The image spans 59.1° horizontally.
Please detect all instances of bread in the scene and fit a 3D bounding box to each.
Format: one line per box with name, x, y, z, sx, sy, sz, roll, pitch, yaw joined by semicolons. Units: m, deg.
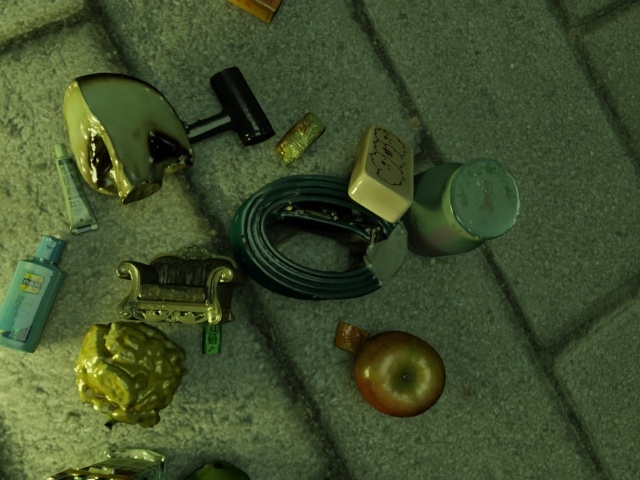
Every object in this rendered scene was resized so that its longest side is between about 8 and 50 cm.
bread;-0.050;-0.264;1.449;0.069;0.128;0.140;46;74;-11

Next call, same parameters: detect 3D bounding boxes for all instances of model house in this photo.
model house;-0.438;0.569;1.183;0.199;0.215;0.224;-1;81;15

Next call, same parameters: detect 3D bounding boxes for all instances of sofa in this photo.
sofa;-0.307;0.091;1.264;0.259;0.200;0.181;3;85;1

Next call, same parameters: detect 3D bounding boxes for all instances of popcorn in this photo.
popcorn;-0.410;0.291;1.210;0.249;0.249;0.225;17;68;-14

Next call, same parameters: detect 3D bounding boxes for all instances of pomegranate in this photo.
pomegranate;-0.229;0.581;1.237;0.187;0.225;0.186;3;70;-8

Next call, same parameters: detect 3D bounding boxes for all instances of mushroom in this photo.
mushroom;-0.440;-0.224;1.324;0.217;0.212;0.292;-25;77;-48

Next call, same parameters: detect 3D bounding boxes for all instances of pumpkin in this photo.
pumpkin;0.087;0.261;1.470;0.101;0.035;0.073;22;80;-15

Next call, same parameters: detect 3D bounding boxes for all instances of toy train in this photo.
toy train;-0.262;0.170;1.375;0.044;0.042;0.209;2;83;-17

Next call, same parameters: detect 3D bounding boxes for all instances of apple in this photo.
apple;0.191;0.330;1.417;0.235;0.173;0.210;43;77;-10

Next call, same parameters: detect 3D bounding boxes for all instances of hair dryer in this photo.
hair dryer;-0.269;-0.302;1.419;0.251;0.089;0.197;-28;92;-11

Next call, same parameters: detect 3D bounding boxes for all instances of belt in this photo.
belt;-0.002;0.000;1.407;0.437;0.173;0.300;8;82;-16

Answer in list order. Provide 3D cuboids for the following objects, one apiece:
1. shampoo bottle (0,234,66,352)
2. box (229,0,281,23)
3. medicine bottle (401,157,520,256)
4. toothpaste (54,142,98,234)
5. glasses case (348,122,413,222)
shampoo bottle;-0.642;0.114;1.261;0.104;0.061;0.258;20;77;-13
box;-0.148;-0.745;1.511;0.174;0.076;0.274;26;76;-10
medicine bottle;0.347;-0.087;1.457;0.245;0.290;0.244;2;83;-16
toothpaste;-0.582;-0.122;1.324;0.062;0.037;0.216;-17;92;-18
glasses case;0.158;-0.180;1.420;0.144;0.076;0.336;31;32;-11
